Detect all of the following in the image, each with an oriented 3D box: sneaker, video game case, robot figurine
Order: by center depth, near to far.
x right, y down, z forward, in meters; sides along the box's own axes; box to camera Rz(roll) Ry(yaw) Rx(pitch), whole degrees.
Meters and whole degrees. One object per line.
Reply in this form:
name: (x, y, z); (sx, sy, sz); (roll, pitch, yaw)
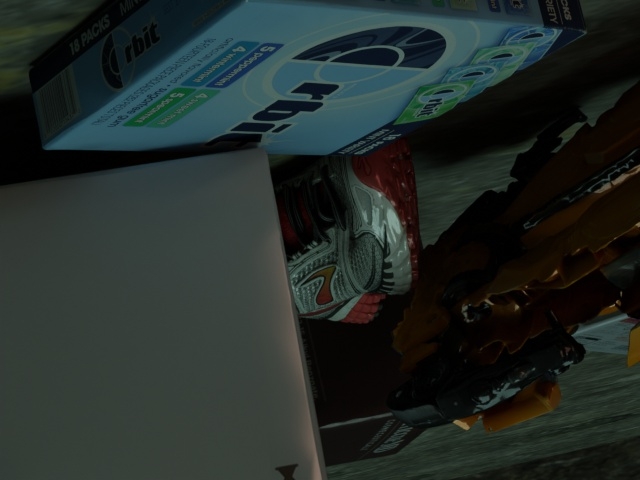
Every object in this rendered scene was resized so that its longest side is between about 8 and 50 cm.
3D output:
robot figurine: (0.152, 0.002, 0.927); (0.085, 0.211, 0.291); (41, 129, -17)
sneaker: (0.000, 0.000, 0.991); (0.092, 0.088, 0.225); (-1, 160, -12)
video game case: (0.328, 0.069, 1.667); (0.183, 0.023, 0.201); (-21, 163, 30)

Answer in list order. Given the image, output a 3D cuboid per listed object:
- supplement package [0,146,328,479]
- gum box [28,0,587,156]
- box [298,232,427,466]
supplement package: (-0.112, 0.071, 0.909); (0.177, 0.175, 0.293); (-9, 174, -10)
gum box: (-0.006, -0.081, 0.760); (0.184, 0.041, 0.157); (-1, 162, -40)
box: (-0.122, 0.098, 1.164); (0.381, 0.143, 0.191); (-11, 166, -12)
